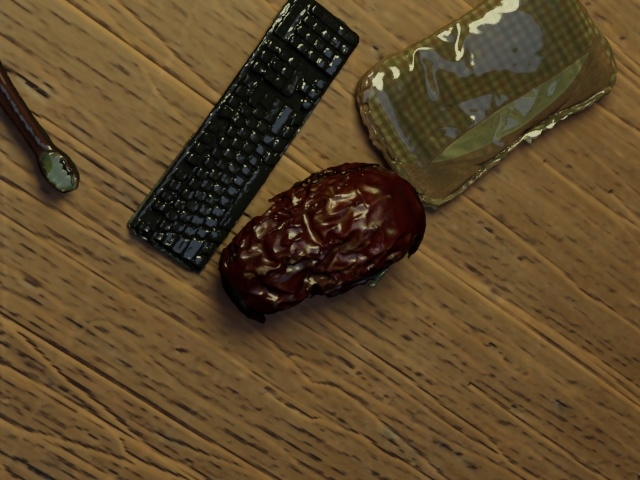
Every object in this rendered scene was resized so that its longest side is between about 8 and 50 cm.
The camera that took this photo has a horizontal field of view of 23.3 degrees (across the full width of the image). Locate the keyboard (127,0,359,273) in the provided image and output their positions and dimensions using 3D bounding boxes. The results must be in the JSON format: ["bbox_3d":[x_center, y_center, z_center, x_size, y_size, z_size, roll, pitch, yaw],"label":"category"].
[{"bbox_3d":[-0.056,-0.083,1.210,0.072,0.023,0.231,36,88,-22],"label":"keyboard"}]

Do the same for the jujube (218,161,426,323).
[{"bbox_3d":[-0.002,-0.004,1.201,0.166,0.104,0.104,-23,105,-10],"label":"jujube"}]

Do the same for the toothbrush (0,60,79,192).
[{"bbox_3d":[-0.281,-0.183,1.115,0.041,0.041,0.364,-35,107,-8],"label":"toothbrush"}]

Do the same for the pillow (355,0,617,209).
[{"bbox_3d":[0.134,-0.126,1.254,0.211,0.034,0.135,-36,109,-6],"label":"pillow"}]
